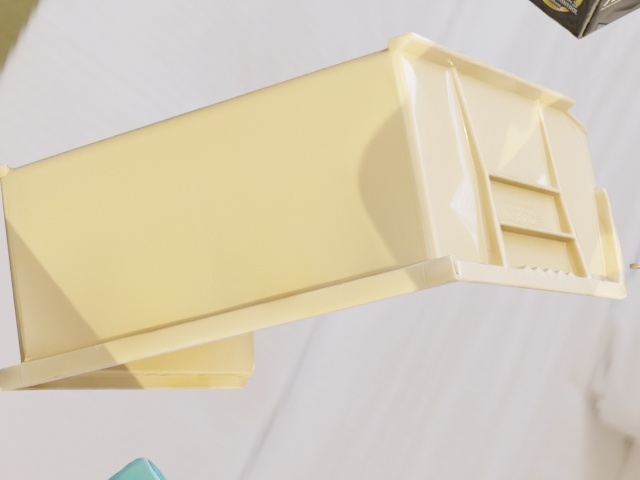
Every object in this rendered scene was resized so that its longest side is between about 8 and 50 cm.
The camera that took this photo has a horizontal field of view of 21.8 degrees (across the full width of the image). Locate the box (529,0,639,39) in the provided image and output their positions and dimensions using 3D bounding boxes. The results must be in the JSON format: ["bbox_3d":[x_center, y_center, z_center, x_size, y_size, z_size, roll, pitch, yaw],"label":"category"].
[{"bbox_3d":[0.192,-0.265,1.167,0.270,0.216,0.060,-28,152,-37],"label":"box"}]

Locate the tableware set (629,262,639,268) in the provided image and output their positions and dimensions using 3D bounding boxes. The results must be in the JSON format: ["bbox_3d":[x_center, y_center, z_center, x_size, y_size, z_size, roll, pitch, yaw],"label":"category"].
[{"bbox_3d":[0.269,-0.001,0.946,0.141,0.169,0.020,-4,82,-21],"label":"tableware set"}]

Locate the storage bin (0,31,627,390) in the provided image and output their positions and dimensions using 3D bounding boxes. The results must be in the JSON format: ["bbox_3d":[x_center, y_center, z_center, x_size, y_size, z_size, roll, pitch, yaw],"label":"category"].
[{"bbox_3d":[0.000,0.000,0.921,0.260,0.262,0.123,9,68,-61],"label":"storage bin"}]

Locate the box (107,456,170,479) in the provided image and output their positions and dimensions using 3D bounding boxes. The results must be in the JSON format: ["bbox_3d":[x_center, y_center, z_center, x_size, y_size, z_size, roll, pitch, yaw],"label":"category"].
[{"bbox_3d":[-0.032,0.163,0.497,0.100,0.060,0.244,-36,143,-6],"label":"box"}]
